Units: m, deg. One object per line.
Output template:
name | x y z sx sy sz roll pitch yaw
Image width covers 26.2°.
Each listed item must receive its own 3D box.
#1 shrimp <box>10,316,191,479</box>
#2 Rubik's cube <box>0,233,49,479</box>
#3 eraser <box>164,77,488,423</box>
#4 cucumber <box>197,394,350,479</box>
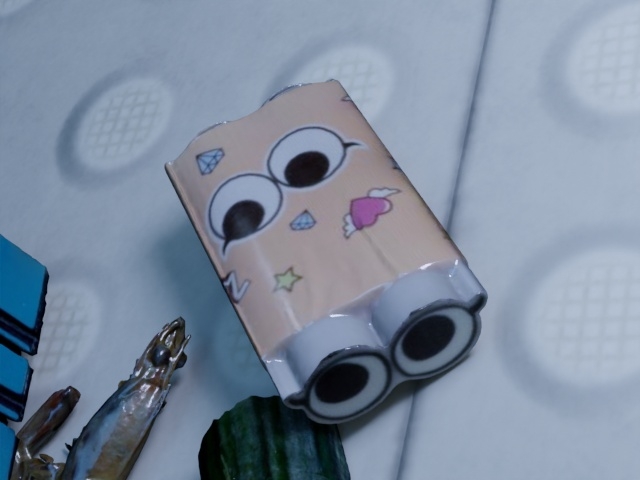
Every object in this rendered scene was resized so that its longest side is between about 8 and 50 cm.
shrimp | -0.197 0.160 1.131 0.251 0.052 0.143 -50 44 -9
Rubik's cube | -0.437 0.101 1.149 0.293 0.283 0.288 -21 48 29
eraser | 0.000 0.000 1.096 0.171 0.087 0.290 -29 47 -2
cucumber | -0.040 0.179 1.015 0.116 0.062 0.115 -24 44 12
